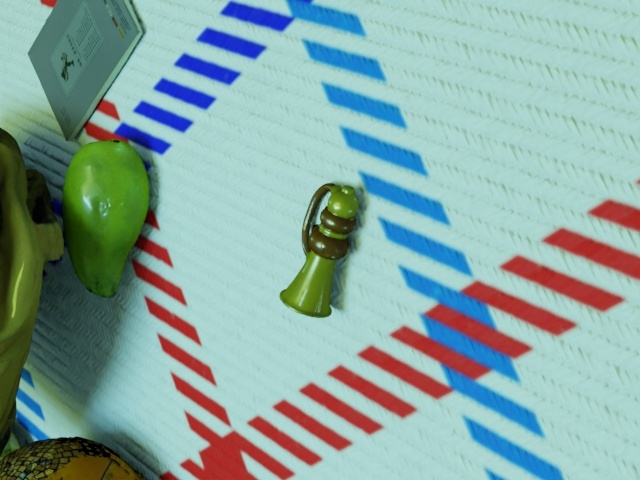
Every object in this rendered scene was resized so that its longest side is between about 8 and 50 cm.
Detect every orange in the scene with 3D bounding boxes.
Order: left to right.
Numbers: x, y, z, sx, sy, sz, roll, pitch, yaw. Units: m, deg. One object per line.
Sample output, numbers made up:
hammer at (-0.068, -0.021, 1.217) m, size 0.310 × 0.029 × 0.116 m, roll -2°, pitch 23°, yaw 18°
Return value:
orange at (-0.260, 0.318, 1.108) m, size 0.234 × 0.182 × 0.234 m, roll 28°, pitch 128°, yaw 43°

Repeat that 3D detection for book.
book at (-0.248, -0.205, 1.140) m, size 0.181 × 0.014 × 0.127 m, roll -46°, pitch 63°, yaw 40°

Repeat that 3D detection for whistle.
whistle at (0.004, 0.003, 0.891) m, size 0.046 × 0.057 × 0.109 m, roll 19°, pitch 104°, yaw -3°

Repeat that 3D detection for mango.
mango at (-0.218, -0.020, 1.088) m, size 0.091 × 0.074 × 0.165 m, roll 25°, pitch 113°, yaw 40°

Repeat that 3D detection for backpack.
backpack at (-0.397, 0.048, 1.145) m, size 0.353 × 0.201 × 0.378 m, roll -67°, pitch 27°, yaw 17°

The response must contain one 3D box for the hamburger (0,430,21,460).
hamburger at (-0.461, 0.254, 1.344) m, size 0.262 × 0.131 × 0.124 m, roll 27°, pitch 114°, yaw 47°
